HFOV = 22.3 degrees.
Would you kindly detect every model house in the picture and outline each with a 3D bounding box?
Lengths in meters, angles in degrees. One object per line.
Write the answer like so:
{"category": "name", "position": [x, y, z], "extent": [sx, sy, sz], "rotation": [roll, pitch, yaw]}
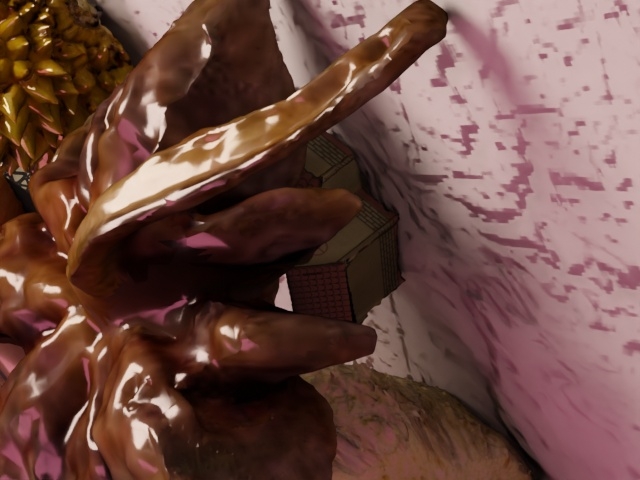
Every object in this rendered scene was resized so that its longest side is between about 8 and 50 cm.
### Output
{"category": "model house", "position": [0.000, 0.000, 0.734], "extent": [0.057, 0.058, 0.083], "rotation": [41, 158, 29]}

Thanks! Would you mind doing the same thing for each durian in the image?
{"category": "durian", "position": [-0.198, -0.103, 0.900], "extent": [0.249, 0.138, 0.183], "rotation": [33, 146, 29]}

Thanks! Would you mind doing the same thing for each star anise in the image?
{"category": "star anise", "position": [-0.072, 0.026, 0.691], "extent": [0.349, 0.109, 0.292], "rotation": [0, 94, 51]}

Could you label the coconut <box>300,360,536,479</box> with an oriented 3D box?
{"category": "coconut", "position": [-0.013, 0.162, 0.841], "extent": [0.245, 0.233, 0.233], "rotation": [2, 129, 56]}

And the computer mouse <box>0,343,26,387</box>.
{"category": "computer mouse", "position": [-0.264, 0.121, 1.514], "extent": [0.145, 0.082, 0.236], "rotation": [49, 162, 5]}

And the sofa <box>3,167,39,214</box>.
{"category": "sofa", "position": [-0.175, -0.007, 1.150], "extent": [0.060, 0.039, 0.118], "rotation": [34, 155, 43]}

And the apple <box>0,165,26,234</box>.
{"category": "apple", "position": [-0.352, -0.049, 1.173], "extent": [0.286, 0.233, 0.286], "rotation": [48, 161, 22]}
